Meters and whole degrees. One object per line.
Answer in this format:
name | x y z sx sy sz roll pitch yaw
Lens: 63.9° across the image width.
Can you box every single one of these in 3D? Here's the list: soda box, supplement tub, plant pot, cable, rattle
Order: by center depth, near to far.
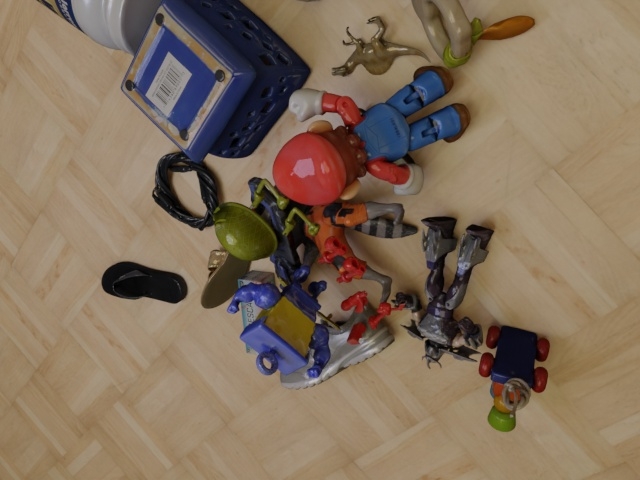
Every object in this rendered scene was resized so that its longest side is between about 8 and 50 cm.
rattle | 0.207 -0.378 0.785 0.142 0.130 0.200 -32 64 18
plant pot | -0.200 -0.288 0.920 0.236 0.212 0.236 44 120 4
supplement tub | -0.404 -0.495 0.932 0.316 0.228 0.228 35 119 10
cable | -0.286 -0.106 1.127 0.184 0.047 0.151 39 115 11
soda box | -0.134 0.162 1.138 0.063 0.058 0.183 5 109 24

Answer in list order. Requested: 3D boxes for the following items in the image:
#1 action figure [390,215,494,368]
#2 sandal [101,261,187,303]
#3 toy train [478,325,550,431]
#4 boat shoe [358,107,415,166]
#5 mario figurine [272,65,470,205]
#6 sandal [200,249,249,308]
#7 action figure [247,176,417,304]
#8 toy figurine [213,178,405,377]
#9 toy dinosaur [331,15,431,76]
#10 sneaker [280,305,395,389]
action figure | 0.218 0.103 0.924 0.185 0.099 0.285 18 109 33
sandal | -0.449 0.107 1.267 0.254 0.054 0.097 1 108 25
toy train | 0.312 0.263 0.859 0.105 0.248 0.143 12 117 21
boat shoe | 0.106 -0.167 0.910 0.049 0.056 0.152 -41 88 25
mario figurine | 0.066 -0.162 0.836 0.198 0.320 0.170 57 167 29
sandal | -0.204 0.036 1.132 0.079 0.088 0.240 50 118 38
action figure | 0.000 0.000 0.996 0.330 0.178 0.341 23 143 24
toy figurine | -0.057 0.109 0.845 0.362 0.217 0.191 44 138 -17
toy dinosaur | 0.100 -0.327 0.869 0.183 0.053 0.093 -1 123 33
sneaker | 0.020 0.223 1.080 0.281 0.105 0.115 -33 77 24
